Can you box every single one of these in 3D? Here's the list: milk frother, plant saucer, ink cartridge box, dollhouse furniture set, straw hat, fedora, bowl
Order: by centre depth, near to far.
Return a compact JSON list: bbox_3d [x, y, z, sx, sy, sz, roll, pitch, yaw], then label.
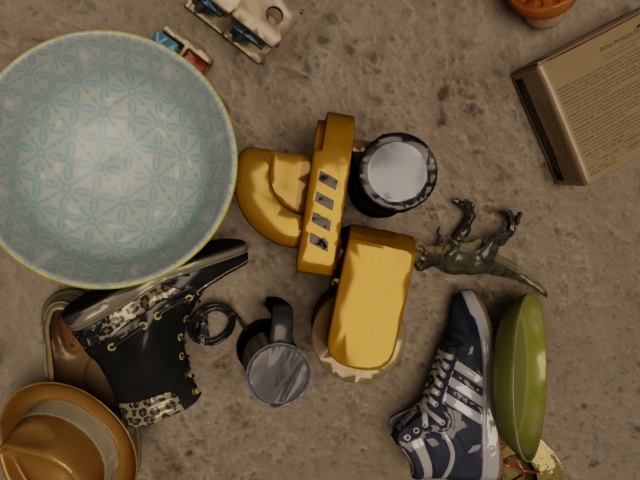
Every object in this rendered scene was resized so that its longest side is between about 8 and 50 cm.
[{"bbox_3d":[-0.250,-0.089,0.795,0.290,0.156,0.289,0,90,-11],"label":"bowl"},{"bbox_3d":[-0.323,0.269,0.799,0.194,0.079,0.194,3,106,12],"label":"fedora"},{"bbox_3d":[-0.133,-0.244,0.822,0.129,0.129,0.183,35,87,-14],"label":"dollhouse furniture set"},{"bbox_3d":[-0.098,0.145,0.873,0.143,0.135,0.129,-12,98,-11],"label":"milk frother"},{"bbox_3d":[0.288,0.193,0.947,0.037,0.241,0.240,-1,99,28],"label":"plant saucer"},{"bbox_3d":[0.431,-0.216,0.972,0.235,0.088,0.193,-27,100,-8],"label":"ink cartridge box"},{"bbox_3d":[0.305,0.370,1.026,0.145,0.061,0.144,3,71,-7],"label":"straw hat"}]

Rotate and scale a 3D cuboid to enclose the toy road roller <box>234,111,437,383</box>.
[{"bbox_3d":[0.000,0.000,0.853,0.241,0.202,0.329,9,89,-1],"label":"toy road roller"}]

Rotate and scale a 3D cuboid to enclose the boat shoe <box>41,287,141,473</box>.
[{"bbox_3d":[-0.308,0.207,0.857,0.105,0.089,0.285,-17,100,-10],"label":"boat shoe"}]

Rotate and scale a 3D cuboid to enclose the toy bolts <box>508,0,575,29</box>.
[{"bbox_3d":[0.350,-0.430,0.923,0.229,0.158,0.218,-24,61,10],"label":"toy bolts"}]

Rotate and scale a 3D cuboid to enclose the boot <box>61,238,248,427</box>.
[{"bbox_3d":[-0.179,0.112,0.832,0.236,0.085,0.178,-25,108,-18],"label":"boot"}]

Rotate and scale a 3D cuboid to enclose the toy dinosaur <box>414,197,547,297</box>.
[{"bbox_3d":[0.237,0.005,0.971,0.268,0.064,0.118,12,89,-24],"label":"toy dinosaur"}]

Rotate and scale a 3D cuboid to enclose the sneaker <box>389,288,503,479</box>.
[{"bbox_3d":[0.176,0.216,0.962,0.153,0.099,0.282,-5,89,-1],"label":"sneaker"}]
